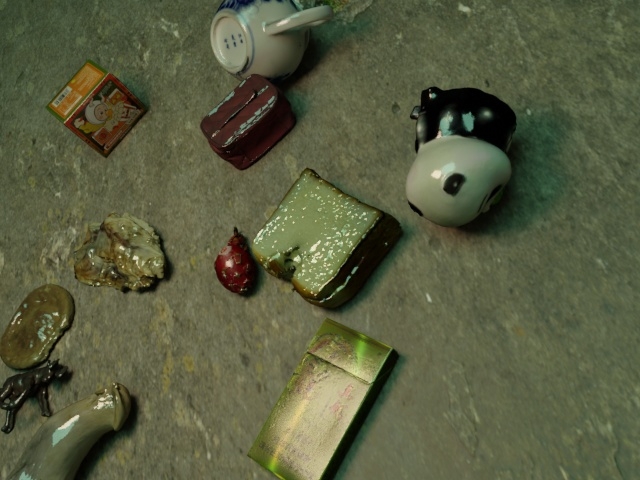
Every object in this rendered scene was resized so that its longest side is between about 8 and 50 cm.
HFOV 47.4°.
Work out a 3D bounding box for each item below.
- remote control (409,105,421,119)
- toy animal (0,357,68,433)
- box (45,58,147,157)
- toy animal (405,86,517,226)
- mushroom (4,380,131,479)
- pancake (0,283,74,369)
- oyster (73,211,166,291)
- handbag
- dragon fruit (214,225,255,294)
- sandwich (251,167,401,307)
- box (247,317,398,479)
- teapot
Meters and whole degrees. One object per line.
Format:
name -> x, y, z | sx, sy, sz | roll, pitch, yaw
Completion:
remote control -> 0.247, -0.287, 1.645 | 0.096, 0.014, 0.039 | 17, 71, 35
toy animal -> -0.708, 0.365, 1.761 | 0.232, 0.084, 0.148 | -23, 35, 24
box -> -0.643, -0.379, 2.104 | 0.195, 0.177, 0.148 | -50, 50, -6
toy animal -> 0.280, -0.154, 1.433 | 0.212, 0.212, 0.267 | -3, 64, 28
mushroom -> -0.558, 0.475, 1.567 | 0.177, 0.126, 0.397 | 19, 72, 26
pancake -> -0.737, 0.220, 1.877 | 0.236, 0.042, 0.222 | -42, 52, 1
oyster -> -0.517, 0.019, 1.837 | 0.354, 0.107, 0.201 | 8, 70, 33
handbag -> -0.181, -0.297, 1.819 | 0.225, 0.135, 0.146 | -41, 54, 0
dragon fruit -> -0.199, 0.037, 1.656 | 0.094, 0.094, 0.190 | -26, 47, 14
sandwich -> 0.001, 0.001, 1.557 | 0.273, 0.095, 0.249 | 33, 81, 40
box -> 0.004, 0.315, 1.395 | 0.173, 0.043, 0.311 | 21, 73, 38
teapot -> -0.132, -0.537, 1.890 | 0.280, 0.252, 0.424 | -26, 15, -40
